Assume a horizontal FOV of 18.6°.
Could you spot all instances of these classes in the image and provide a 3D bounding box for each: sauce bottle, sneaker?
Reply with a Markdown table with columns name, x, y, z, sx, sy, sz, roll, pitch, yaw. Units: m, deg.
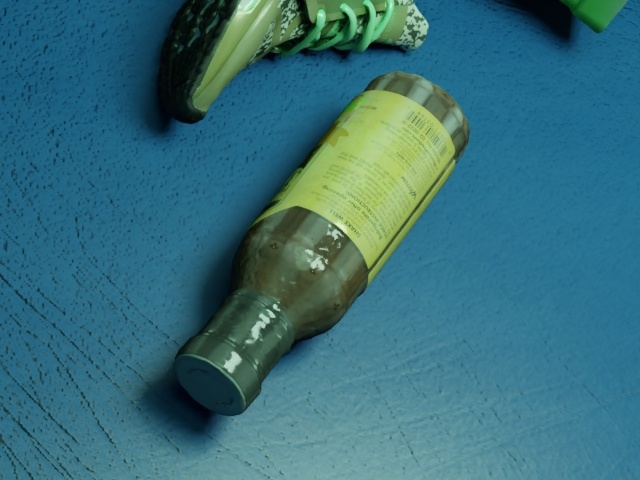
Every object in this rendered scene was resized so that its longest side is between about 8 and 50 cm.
| name | x | y | z | sx | sy | sz | roll | pitch | yaw |
| --- | --- | --- | --- | --- | --- | --- | --- | --- | --- |
| sauce bottle | 0.000 | 0.000 | 1.621 | 0.111 | 0.111 | 0.344 | 37 | 55 | 3 |
| sneaker | 0.021 | -0.225 | 1.750 | 0.182 | 0.158 | 0.410 | 46 | 61 | -11 |

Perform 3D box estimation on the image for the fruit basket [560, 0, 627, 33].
| name | x | y | z | sx | sy | sz | roll | pitch | yaw |
| --- | --- | --- | --- | --- | --- | --- | --- | --- | --- |
| fruit basket | 0.337 | -0.373 | 1.842 | 0.392 | 0.283 | 0.392 | 8 | 61 | -15 |
